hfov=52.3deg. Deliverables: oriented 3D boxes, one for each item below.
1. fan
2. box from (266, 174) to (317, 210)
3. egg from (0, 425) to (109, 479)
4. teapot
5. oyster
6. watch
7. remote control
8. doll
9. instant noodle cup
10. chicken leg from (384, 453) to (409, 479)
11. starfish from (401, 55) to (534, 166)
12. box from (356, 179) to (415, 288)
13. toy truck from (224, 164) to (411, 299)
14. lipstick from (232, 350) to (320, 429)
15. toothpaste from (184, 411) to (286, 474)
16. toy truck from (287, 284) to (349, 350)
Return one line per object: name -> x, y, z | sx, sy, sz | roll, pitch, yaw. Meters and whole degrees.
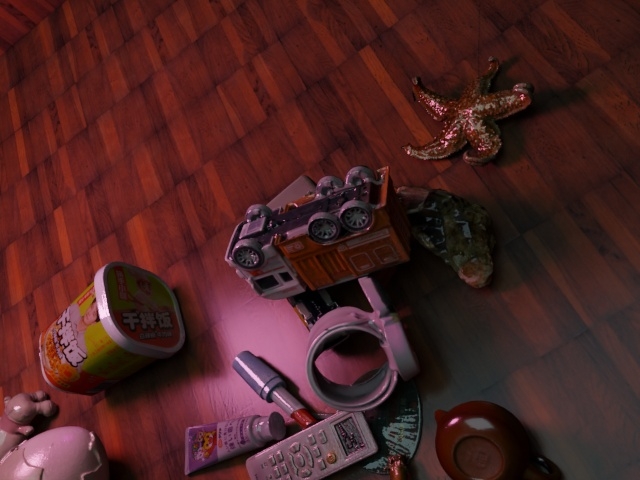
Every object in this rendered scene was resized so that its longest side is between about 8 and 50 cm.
fan -> 0.096, 0.413, 1.429 | 0.294, 0.012, 0.223 | -32, 58, 13
box -> -0.057, -0.050, 1.643 | 0.210, 0.148, 0.129 | -40, 47, 6
egg -> -0.668, 0.614, 1.603 | 0.278, 0.278, 0.336 | 20, 78, 34
teapot -> 0.333, 0.391, 1.246 | 0.252, 0.135, 0.178 | 21, 114, 16
oyster -> 0.269, -0.029, 1.441 | 0.294, 0.094, 0.166 | 30, 93, 23
watch -> 0.072, 0.221, 1.395 | 0.231, 0.196, 0.244 | -25, 99, 8
remote control -> -0.021, 0.475, 1.437 | 0.313, 0.055, 0.109 | -31, 67, 15
doll -> -0.887, 0.537, 1.860 | 0.275, 0.113, 0.155 | -48, 57, 1
instant noodle cup -> -0.568, 0.253, 1.735 | 0.308, 0.294, 0.293 | -35, 56, 20
chicken leg -> 0.156, 0.531, 1.299 | 0.085, 0.101, 0.207 | -13, 47, 21
starfish -> 0.345, -0.316, 1.560 | 0.303, 0.113, 0.312 | 30, 88, 35
box -> 0.138, -0.011, 1.561 | 0.152, 0.070, 0.237 | 29, 86, 35
toy truck -> 0.000, 0.000, 1.431 | 0.388, 0.206, 0.173 | -19, 32, 21
lipstick -> -0.104, 0.356, 1.532 | 0.068, 0.061, 0.274 | -40, 50, -21
toothpaste -> -0.218, 0.471, 1.549 | 0.299, 0.073, 0.113 | -23, 58, 28
toy truck -> -0.016, 0.155, 1.547 | 0.098, 0.114, 0.227 | -30, 55, -11
